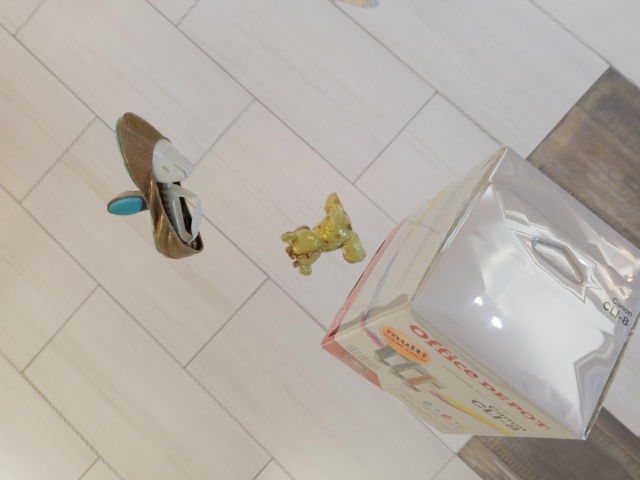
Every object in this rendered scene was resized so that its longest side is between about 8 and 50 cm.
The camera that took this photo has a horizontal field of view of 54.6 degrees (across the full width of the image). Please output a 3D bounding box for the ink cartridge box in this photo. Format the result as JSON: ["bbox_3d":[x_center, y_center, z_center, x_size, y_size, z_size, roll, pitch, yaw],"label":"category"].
[{"bbox_3d":[0.103,0.047,0.427,0.128,0.176,0.127,37,67,-3],"label":"ink cartridge box"}]

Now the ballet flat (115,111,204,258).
[{"bbox_3d":[-0.310,-0.104,1.275,0.124,0.116,0.343,4,124,19],"label":"ballet flat"}]

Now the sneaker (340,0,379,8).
[{"bbox_3d":[0.017,-0.512,1.211,0.118,0.110,0.292,-27,43,-14],"label":"sneaker"}]

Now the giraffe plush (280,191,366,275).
[{"bbox_3d":[0.000,0.000,1.503,0.170,0.210,0.182,-26,94,5],"label":"giraffe plush"}]

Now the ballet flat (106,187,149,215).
[{"bbox_3d":[-0.499,-0.115,1.711,0.067,0.206,0.073,50,130,31],"label":"ballet flat"}]
